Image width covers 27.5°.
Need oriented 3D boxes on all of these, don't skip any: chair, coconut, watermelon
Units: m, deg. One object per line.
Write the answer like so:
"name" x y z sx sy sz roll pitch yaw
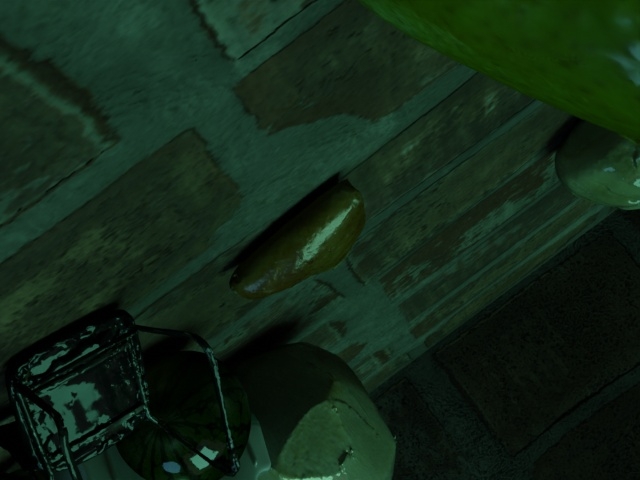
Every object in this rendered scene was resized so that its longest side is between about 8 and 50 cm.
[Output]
"chair" -0.194 0.132 1.077 0.140 0.221 0.145 -29 123 -30
"coconut" -0.040 0.250 1.643 0.245 0.247 0.245 -30 -149 20
"watermelon" -0.134 0.181 1.342 0.141 0.140 0.187 -39 171 11

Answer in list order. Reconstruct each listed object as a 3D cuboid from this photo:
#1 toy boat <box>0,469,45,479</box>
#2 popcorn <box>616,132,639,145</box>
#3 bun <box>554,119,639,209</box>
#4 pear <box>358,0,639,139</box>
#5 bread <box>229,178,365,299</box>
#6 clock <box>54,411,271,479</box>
"toy boat" -0.390 0.322 1.272 0.293 0.108 0.099 -26 131 -24
"popcorn" 0.368 -0.189 1.287 0.198 0.198 0.212 103 8 -72
"bun" 0.432 -0.127 1.727 0.259 0.160 0.259 -33 170 -7
"pear" 0.157 -0.156 0.460 0.342 0.318 0.238 -44 171 26
"bread" 0.001 -0.008 1.210 0.154 0.054 0.136 -29 163 -43
"clock" -0.212 0.294 1.462 0.262 0.116 0.231 3 143 -46
